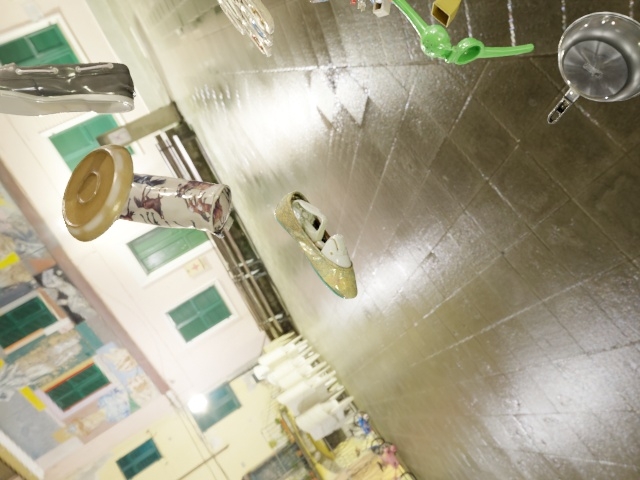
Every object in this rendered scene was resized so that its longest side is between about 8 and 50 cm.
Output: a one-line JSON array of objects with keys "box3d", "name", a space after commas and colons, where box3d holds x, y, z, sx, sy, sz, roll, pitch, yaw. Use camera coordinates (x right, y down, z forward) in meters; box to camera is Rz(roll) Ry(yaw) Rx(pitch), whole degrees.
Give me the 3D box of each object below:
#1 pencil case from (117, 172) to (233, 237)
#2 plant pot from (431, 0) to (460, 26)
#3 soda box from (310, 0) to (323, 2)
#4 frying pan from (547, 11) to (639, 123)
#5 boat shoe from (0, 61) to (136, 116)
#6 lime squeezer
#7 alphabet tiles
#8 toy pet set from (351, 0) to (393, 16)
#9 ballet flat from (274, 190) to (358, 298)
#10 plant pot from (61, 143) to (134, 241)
[{"box3d": [-0.484, -0.112, 1.339, 0.184, 0.409, 0.160, 89, -170, -48], "name": "pencil case"}, {"box3d": [0.471, -0.862, 1.575, 0.081, 0.083, 0.081, 44, -176, 8], "name": "plant pot"}, {"box3d": [-0.037, -0.663, 1.015, 0.183, 0.063, 0.058, 58, 144, 1], "name": "soda box"}, {"box3d": [0.553, -0.359, 0.926, 0.197, 0.053, 0.326, 49, 170, -9], "name": "frying pan"}, {"box3d": [-0.563, -0.321, 0.883, 0.112, 0.334, 0.096, 161, 104, -70], "name": "boat shoe"}, {"box3d": [0.255, -0.380, 0.811, 0.310, 0.110, 0.059, 19, 142, -4], "name": "lime squeezer"}, {"box3d": [-0.160, -0.423, 0.651, 0.278, 0.021, 0.284, 52, 177, -10], "name": "alphabet tiles"}, {"box3d": [0.170, -0.714, 1.247, 0.122, 0.114, 0.065, 9, 92, 41], "name": "toy pet set"}, {"box3d": [0.000, 0.000, 1.155, 0.349, 0.123, 0.123, 51, 163, 22], "name": "ballet flat"}, {"box3d": [-0.510, -0.113, 0.958, 0.236, 0.236, 0.032, 49, -168, 33], "name": "plant pot"}]
